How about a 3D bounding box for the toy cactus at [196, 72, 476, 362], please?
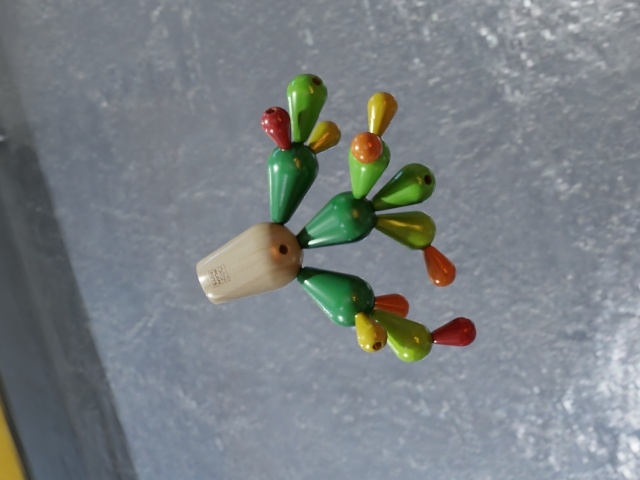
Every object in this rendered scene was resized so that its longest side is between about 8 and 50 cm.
[{"bbox_3d":[0.000,0.000,0.891,0.219,0.180,0.112,64,-170,-8],"label":"toy cactus"}]
